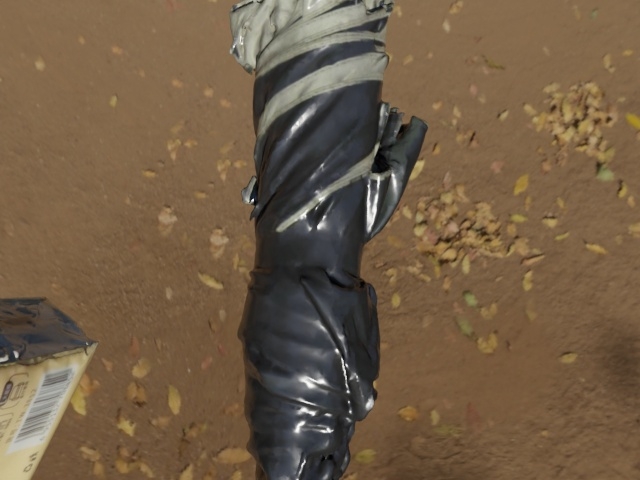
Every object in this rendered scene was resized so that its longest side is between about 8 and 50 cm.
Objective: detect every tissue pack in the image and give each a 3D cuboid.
[{"bbox_3d":[-0.262,0.142,0.439,0.090,0.186,0.222,37,106,24],"label":"tissue pack"}]

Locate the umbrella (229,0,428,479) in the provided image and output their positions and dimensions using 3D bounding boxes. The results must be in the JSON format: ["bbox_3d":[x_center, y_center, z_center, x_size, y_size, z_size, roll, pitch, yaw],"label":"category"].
[{"bbox_3d":[-0.003,0.001,0.449,0.113,0.106,0.357,-6,77,36],"label":"umbrella"}]
